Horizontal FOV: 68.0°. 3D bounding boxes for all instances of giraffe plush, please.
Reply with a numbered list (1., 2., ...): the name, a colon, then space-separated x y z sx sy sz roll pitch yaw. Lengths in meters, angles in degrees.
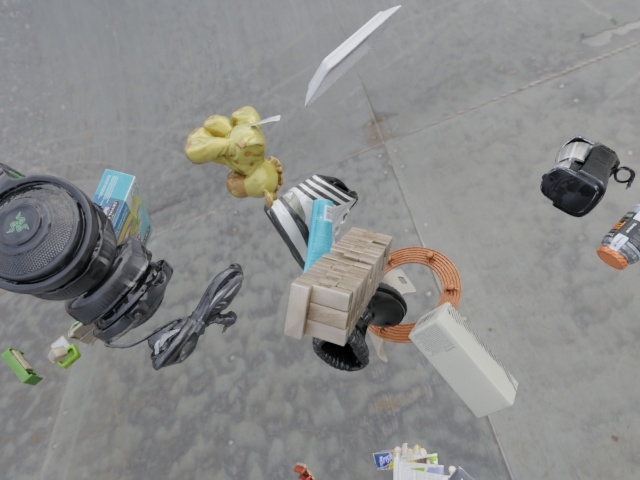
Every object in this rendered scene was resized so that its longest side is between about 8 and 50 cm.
1. giraffe plush: -0.150 -0.160 0.970 0.210 0.170 0.181 2 42 27

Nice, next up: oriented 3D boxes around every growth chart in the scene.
1. growth chart: 0.222 0.546 1.045 0.237 0.021 0.171 149 134 -63

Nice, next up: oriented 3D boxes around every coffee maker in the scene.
1. coffee maker: 0.600 -0.141 1.060 0.171 0.120 0.178 15 41 31

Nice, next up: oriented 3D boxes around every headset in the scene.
1. headset: -0.260 0.014 0.577 0.394 0.243 0.185 34 76 37

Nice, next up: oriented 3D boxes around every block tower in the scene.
1. block tower: 0.048 0.068 0.839 0.097 0.090 0.335 14 21 17

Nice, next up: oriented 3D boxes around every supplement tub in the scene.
1. supplement tub: 0.944 -0.009 1.440 0.190 0.117 0.117 -46 44 0

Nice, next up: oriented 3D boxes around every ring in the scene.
1. ring: 0.270 0.159 1.489 0.337 0.032 0.336 -16 50 19

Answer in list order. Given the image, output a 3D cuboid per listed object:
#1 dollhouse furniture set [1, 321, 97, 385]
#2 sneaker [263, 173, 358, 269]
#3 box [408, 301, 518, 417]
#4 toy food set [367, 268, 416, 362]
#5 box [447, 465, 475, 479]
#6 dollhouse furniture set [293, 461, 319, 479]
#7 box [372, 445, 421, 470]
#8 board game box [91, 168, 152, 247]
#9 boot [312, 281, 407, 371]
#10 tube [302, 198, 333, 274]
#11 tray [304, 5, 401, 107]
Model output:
1. dollhouse furniture set: -0.391 0.145 0.721 0.058 0.076 0.152 42 73 16
2. sneaker: 0.032 -0.017 1.425 0.258 0.447 0.169 -36 50 -7
3. box: 0.359 0.300 1.194 0.113 0.275 0.094 -41 -1 38
4. toy food set: 0.271 0.282 1.817 0.093 0.306 0.219 14 16 -11
5. box: 0.254 0.538 0.690 0.242 0.076 0.307 -48 42 -10
6. dollhouse furniture set: -0.109 0.816 1.420 0.259 0.135 0.262 -37 1 -32
7. box: 0.248 0.698 1.521 0.169 0.059 0.054 -34 63 44
8. board game box: -0.552 0.005 1.283 0.079 0.336 0.253 14 66 -5
9. boot: 0.112 0.226 1.255 0.131 0.348 0.260 -52 31 30
10. tube: 0.000 0.000 1.202 0.080 0.052 0.207 8 76 -16
11. tray: 0.062 -0.400 1.013 0.270 0.030 0.145 -49 6 -27
